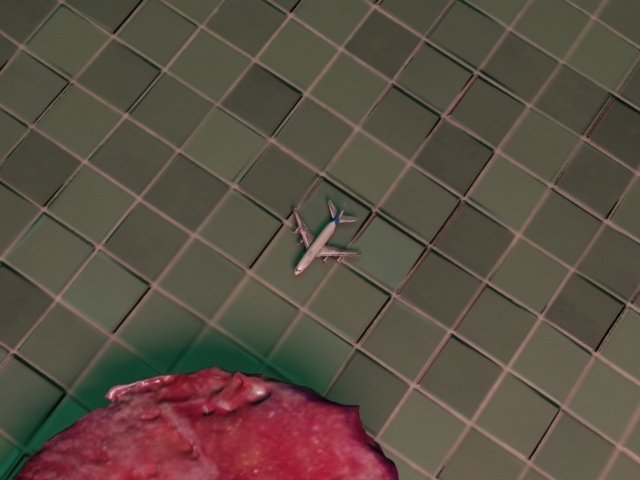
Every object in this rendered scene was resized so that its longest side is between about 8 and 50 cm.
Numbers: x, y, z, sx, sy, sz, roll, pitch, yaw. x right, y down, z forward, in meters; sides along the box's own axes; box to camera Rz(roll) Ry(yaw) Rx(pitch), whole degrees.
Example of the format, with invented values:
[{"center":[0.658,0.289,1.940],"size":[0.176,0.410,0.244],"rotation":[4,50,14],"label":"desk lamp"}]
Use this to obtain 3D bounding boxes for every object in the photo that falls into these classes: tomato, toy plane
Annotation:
[{"center":[-0.095,0.258,1.143],"size":[0.335,0.176,0.289],"rotation":[-39,52,-20],"label":"tomato"},{"center":[0.000,0.000,1.328],"size":[0.078,0.024,0.084],"rotation":[34,76,7],"label":"toy plane"}]
